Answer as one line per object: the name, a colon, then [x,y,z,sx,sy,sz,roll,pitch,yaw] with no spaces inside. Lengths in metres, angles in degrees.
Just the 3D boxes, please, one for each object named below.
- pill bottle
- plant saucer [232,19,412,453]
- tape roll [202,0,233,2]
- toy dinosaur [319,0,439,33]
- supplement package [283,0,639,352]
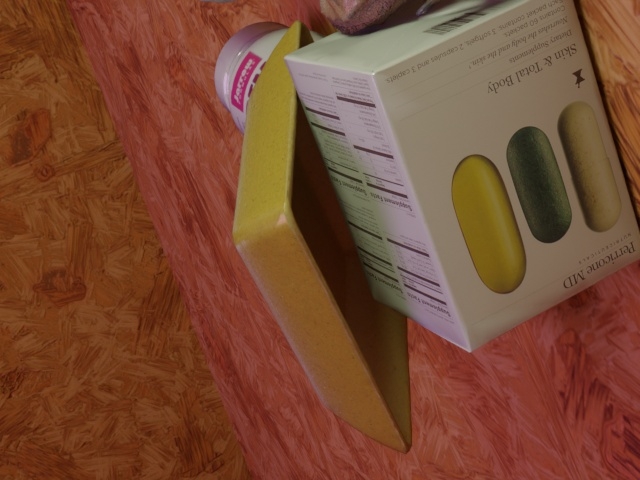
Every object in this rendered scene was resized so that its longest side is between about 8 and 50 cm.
pill bottle: [-0.013,-0.163,1.549,0.283,0.160,0.160,40,151,54]
plant saucer: [0.000,0.000,1.298,0.332,0.081,0.332,-87,-23,-51]
tape roll: [-0.110,-0.376,1.427,0.072,0.219,0.219,48,157,43]
toy dinosaur: [0.058,-0.249,1.110,0.200,0.127,0.295,62,143,18]
supplement package: [0.129,-0.078,1.169,0.198,0.199,0.262,27,141,64]
